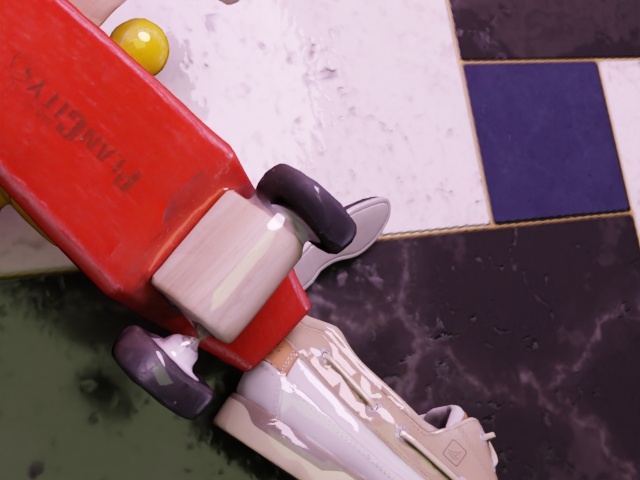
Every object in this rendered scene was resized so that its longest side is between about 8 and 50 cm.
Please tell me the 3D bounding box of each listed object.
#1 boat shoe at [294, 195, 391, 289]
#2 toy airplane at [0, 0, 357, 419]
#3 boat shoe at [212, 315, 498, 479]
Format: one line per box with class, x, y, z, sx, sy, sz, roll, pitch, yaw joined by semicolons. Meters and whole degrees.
boat shoe;0.000;0.000;0.629;0.125;0.038;0.046;-37;135;-22
toy airplane;-0.184;-0.095;0.457;0.386;0.272;0.385;-5;104;-27
boat shoe;0.078;0.165;0.580;0.302;0.113;0.103;35;75;-9
